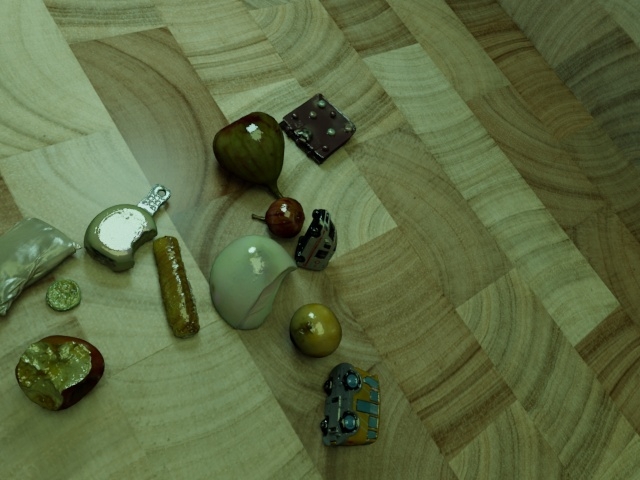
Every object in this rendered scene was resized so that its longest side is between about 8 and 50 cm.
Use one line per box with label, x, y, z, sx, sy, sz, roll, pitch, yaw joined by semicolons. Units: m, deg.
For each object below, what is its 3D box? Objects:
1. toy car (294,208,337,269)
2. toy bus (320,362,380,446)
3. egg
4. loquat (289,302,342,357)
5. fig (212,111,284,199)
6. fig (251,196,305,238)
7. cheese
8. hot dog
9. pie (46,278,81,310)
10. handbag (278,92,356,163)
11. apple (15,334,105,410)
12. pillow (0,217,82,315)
toy car;0.000;0.000;1.472;0.108;0.209;0.089;19;48;-10
toy bus;0.088;0.439;1.340;0.136;0.126;0.209;19;59;-22
egg;-0.187;0.084;1.383;0.206;0.162;0.271;33;57;-5
loquat;-0.013;0.246;1.383;0.163;0.163;0.137;42;94;2
fig;-0.176;-0.223;1.548;0.217;0.217;0.320;-37;104;-32
fig;-0.118;-0.061;1.516;0.150;0.128;0.128;-28;76;-1
cheese;-0.503;-0.049;1.373;0.163;0.082;0.286;36;57;-2
hot dog;-0.385;0.117;1.346;0.083;0.068;0.288;-14;72;-19
pie;-0.639;0.135;1.262;0.084;0.021;0.084;8;67;-18
handbag;-0.007;-0.388;1.742;0.203;0.074;0.216;45;58;5
apple;-0.584;0.288;1.140;0.158;0.147;0.156;36;90;10
pillow;-0.744;0.061;1.232;0.173;0.067;0.270;34;57;4
